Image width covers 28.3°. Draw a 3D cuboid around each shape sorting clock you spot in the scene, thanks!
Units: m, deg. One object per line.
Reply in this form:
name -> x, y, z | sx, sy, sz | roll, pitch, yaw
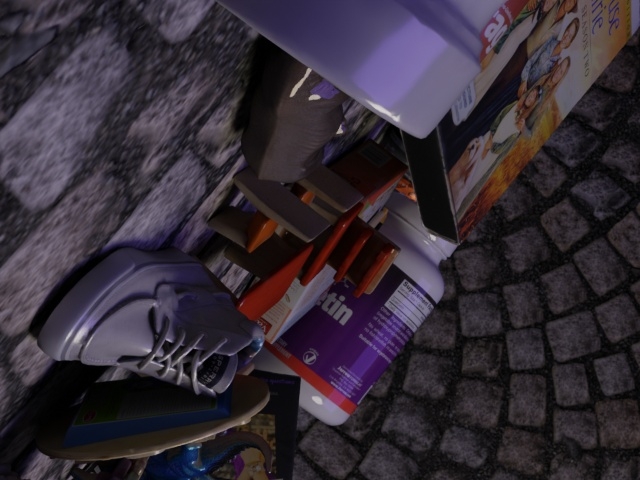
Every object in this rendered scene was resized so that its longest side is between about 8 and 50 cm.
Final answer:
shape sorting clock -> -0.145, 0.154, 1.109 | 0.206, 0.206, 0.040 | -30, 116, -68

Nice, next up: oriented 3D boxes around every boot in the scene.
boot -> -0.119, 0.074, 1.021 | 0.095, 0.123, 0.258 | -54, 171, 15

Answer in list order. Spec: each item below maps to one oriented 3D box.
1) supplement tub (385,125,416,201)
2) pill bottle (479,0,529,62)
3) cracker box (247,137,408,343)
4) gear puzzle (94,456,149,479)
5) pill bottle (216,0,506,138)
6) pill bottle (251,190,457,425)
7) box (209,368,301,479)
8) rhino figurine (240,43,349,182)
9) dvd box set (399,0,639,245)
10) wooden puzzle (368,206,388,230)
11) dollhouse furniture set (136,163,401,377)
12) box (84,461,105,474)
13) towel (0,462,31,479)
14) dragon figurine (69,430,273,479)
supplement tub -> 0.163, -0.146, 1.644 | 0.190, 0.117, 0.117 | -54, 171, 18
pill bottle -> 0.116, -0.222, 1.060 | 0.216, 0.121, 0.121 | -53, 172, 1
cracker box -> 0.000, 0.000, 1.547 | 0.232, 0.067, 0.156 | -58, 170, 31
gear puzzle -> -0.250, 0.323, 1.102 | 0.339, 0.044, 0.175 | -60, -177, 2
pill bottle -> 0.085, -0.237, 0.533 | 0.363, 0.210, 0.210 | -54, 171, 9
pill bottle -> 0.051, 0.092, 1.816 | 0.323, 0.181, 0.181 | -52, 172, -4
box -> -0.117, 0.305, 1.551 | 0.165, 0.143, 0.270 | 115, -17, -56
rhino figurine -> -0.006, -0.128, 0.969 | 0.106, 0.073, 0.243 | -51, 170, -30
dvd box set -> 0.240, -0.236, 1.478 | 0.420, 0.062, 0.307 | -48, 146, -24
wooden puzzle -> 0.053, 0.002, 1.561 | 0.116, 0.014, 0.078 | -49, 171, -27
dollhouse furniture set -> -0.035, 0.036, 1.274 | 0.262, 0.135, 0.259 | -58, 170, 33
box -> -0.302, 0.387, 1.519 | 0.257, 0.079, 0.322 | -45, 169, -30
towel -> -0.362, 0.301, 0.916 | 0.317, 0.053, 0.332 | -53, 173, -2
dragon figurine -> -0.142, 0.236, 1.311 | 0.085, 0.289, 0.144 | -34, 123, -51
